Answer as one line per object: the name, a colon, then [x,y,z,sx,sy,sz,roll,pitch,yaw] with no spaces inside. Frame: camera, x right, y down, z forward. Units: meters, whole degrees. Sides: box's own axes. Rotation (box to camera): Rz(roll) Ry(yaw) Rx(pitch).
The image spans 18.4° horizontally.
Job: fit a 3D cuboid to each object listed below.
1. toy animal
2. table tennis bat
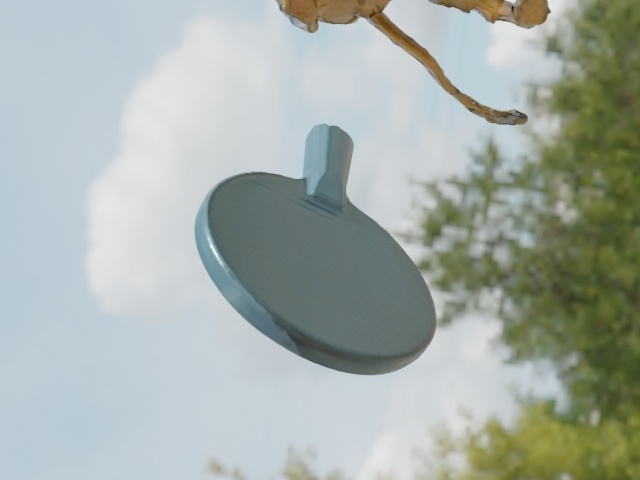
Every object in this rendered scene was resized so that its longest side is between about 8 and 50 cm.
toy animal: [0.013,-0.138,0.980,0.114,0.116,0.255,-43,-65,-11]
table tennis bat: [0.000,0.000,1.632,0.044,0.215,0.329,-59,14,29]
